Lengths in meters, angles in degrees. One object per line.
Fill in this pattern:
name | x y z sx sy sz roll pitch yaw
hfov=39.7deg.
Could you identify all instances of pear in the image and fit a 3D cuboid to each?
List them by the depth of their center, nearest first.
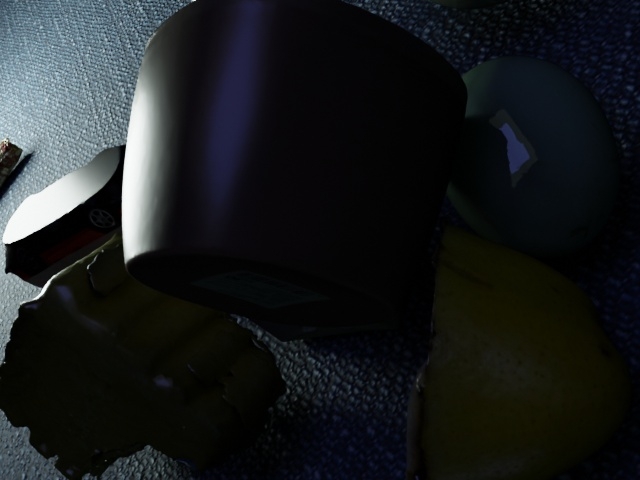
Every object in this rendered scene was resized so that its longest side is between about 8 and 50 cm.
pear | 0.171 0.113 0.755 0.178 0.267 0.266 3 62 17

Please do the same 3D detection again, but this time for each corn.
corn | -0.716 -0.115 1.868 0.237 0.079 0.079 -47 40 2

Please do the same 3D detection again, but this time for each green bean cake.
green bean cake | -0.205 0.165 1.051 0.310 0.285 0.202 -50 -4 42

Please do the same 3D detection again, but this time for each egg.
egg | 0.198 -0.082 0.861 0.168 0.168 0.230 -35 42 22

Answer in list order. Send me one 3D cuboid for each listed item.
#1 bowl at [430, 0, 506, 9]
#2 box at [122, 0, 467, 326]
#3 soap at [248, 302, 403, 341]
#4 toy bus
bowl | 0.219 -0.389 1.082 0.289 0.146 0.289 -24 50 31
box | -0.032 -0.052 0.780 0.301 0.301 0.216 -7 66 42
soap | 0.000 0.000 1.021 0.182 0.138 0.199 -10 55 39
toy bus | -0.362 -0.030 1.394 0.303 0.147 0.127 -25 47 28
